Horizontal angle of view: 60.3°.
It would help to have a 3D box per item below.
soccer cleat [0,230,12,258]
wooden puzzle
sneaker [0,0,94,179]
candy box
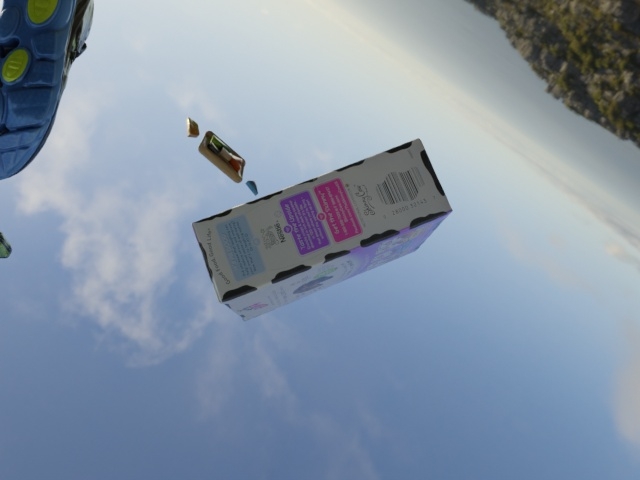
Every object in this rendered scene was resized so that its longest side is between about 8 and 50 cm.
[{"bbox_3d":[-0.773,0.037,1.132,0.121,0.288,0.094,58,-158,-48],"label":"soccer cleat"},{"bbox_3d":[-0.123,-0.109,0.698,0.116,0.014,0.079,38,-160,-26],"label":"wooden puzzle"},{"bbox_3d":[-0.192,-0.128,0.379,0.067,0.188,0.078,13,171,-2],"label":"sneaker"},{"bbox_3d":[0.000,0.000,0.500,0.165,0.196,0.070,98,150,-77],"label":"candy box"}]
